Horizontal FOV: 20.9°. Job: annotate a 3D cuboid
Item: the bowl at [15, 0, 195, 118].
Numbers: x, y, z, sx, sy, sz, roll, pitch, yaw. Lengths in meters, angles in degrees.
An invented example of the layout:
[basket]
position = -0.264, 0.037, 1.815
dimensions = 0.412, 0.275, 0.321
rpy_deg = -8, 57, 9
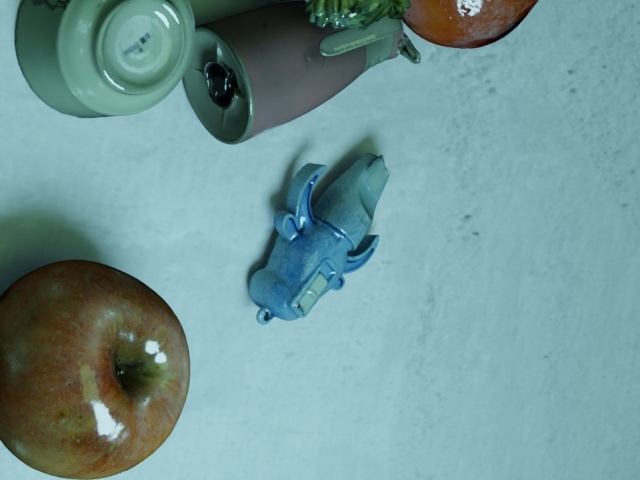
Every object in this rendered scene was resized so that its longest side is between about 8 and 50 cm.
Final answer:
[bowl]
position = -0.227, -0.231, 1.964
dimensions = 0.211, 0.112, 0.211
rpy_deg = -11, 110, -33

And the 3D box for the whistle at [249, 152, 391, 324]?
[whistle]
position = 0.000, 0.000, 2.236
dimensions = 0.269, 0.093, 0.180
rpy_deg = -54, 135, -17

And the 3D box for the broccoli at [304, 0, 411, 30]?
[broccoli]
position = 0.040, -0.403, 1.993
dimensions = 0.248, 0.288, 0.245
rpy_deg = -23, 159, -13

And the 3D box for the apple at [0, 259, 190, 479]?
[apple]
position = -0.279, 0.147, 1.995
dimensions = 0.253, 0.253, 0.253
rpy_deg = -13, 113, -33

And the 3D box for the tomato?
[tomato]
position = 0.185, -0.336, 2.173
dimensions = 0.184, 0.208, 0.208
rpy_deg = 38, 81, -24

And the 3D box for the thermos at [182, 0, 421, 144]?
[thermos]
position = -0.015, -0.225, 2.087
dimensions = 0.265, 0.176, 0.146
rpy_deg = -23, 100, -29
